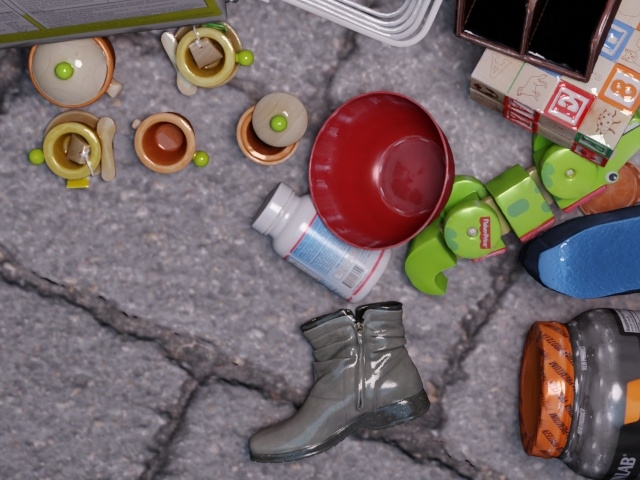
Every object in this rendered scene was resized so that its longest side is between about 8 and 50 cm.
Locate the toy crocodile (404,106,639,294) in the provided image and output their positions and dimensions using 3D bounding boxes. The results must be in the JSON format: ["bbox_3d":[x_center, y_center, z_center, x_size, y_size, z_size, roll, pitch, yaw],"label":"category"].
[{"bbox_3d":[0.242,-0.051,1.386,0.341,0.115,0.105,-32,109,12],"label":"toy crocodile"}]

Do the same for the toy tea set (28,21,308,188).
[{"bbox_3d":[-0.184,-0.158,1.354,0.336,0.124,0.200,-4,106,2],"label":"toy tea set"}]

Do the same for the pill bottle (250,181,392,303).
[{"bbox_3d":[0.000,0.000,1.417,0.160,0.087,0.087,34,104,-9],"label":"pill bottle"}]

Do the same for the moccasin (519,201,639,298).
[{"bbox_3d":[0.394,-0.008,1.382,0.342,0.117,0.137,-1,99,-20],"label":"moccasin"}]

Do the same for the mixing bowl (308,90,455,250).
[{"bbox_3d":[0.087,-0.079,1.371,0.182,0.098,0.181,-1,89,31],"label":"mixing bowl"}]

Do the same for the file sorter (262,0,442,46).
[{"bbox_3d":[0.048,-0.323,1.223,0.173,0.277,0.192,22,105,-6],"label":"file sorter"}]

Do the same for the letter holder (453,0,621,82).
[{"bbox_3d":[0.254,-0.343,1.146,0.152,0.214,0.301,22,83,10],"label":"letter holder"}]

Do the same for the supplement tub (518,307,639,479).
[{"bbox_3d":[0.418,0.189,1.403,0.338,0.207,0.207,4,106,0],"label":"supplement tub"}]

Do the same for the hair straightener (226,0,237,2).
[{"bbox_3d":[-0.180,-0.351,1.335,0.230,0.047,0.089,36,103,-3],"label":"hair straightener"}]

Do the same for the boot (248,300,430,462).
[{"bbox_3d":[0.005,0.172,1.481,0.247,0.083,0.161,-20,98,1],"label":"boot"}]

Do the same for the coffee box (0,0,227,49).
[{"bbox_3d":[-0.288,-0.388,1.139,0.338,0.334,0.337,-6,88,3],"label":"coffee box"}]

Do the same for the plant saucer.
[{"bbox_3d":[0.352,-0.062,1.431,0.084,0.013,0.083,0,107,1],"label":"plant saucer"}]

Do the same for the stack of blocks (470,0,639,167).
[{"bbox_3d":[0.308,-0.253,1.280,0.171,0.087,0.297,30,85,11],"label":"stack of blocks"}]
